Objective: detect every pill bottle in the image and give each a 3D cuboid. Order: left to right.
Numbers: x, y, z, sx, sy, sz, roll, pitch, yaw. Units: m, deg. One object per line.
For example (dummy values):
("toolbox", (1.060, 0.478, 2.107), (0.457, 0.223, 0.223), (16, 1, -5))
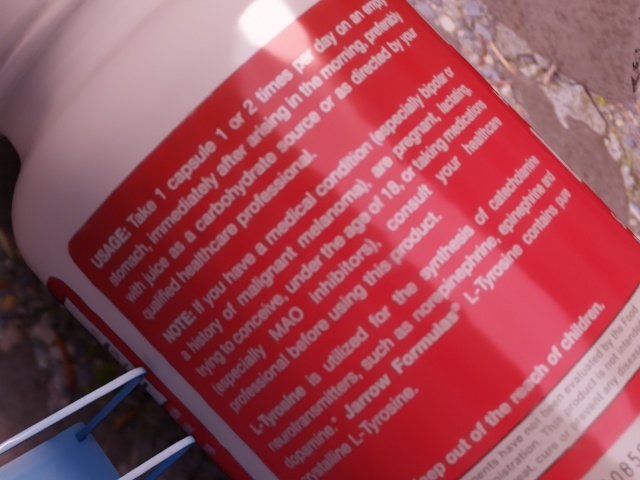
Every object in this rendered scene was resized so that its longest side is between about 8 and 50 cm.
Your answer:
("pill bottle", (0.000, 0.000, 0.746), (0.407, 0.229, 0.229), (46, 47, 0))

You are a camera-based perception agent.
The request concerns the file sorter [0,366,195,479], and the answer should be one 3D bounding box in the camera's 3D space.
("file sorter", (-0.089, 0.159, 0.670), (0.118, 0.104, 0.170), (-29, 79, -42))
